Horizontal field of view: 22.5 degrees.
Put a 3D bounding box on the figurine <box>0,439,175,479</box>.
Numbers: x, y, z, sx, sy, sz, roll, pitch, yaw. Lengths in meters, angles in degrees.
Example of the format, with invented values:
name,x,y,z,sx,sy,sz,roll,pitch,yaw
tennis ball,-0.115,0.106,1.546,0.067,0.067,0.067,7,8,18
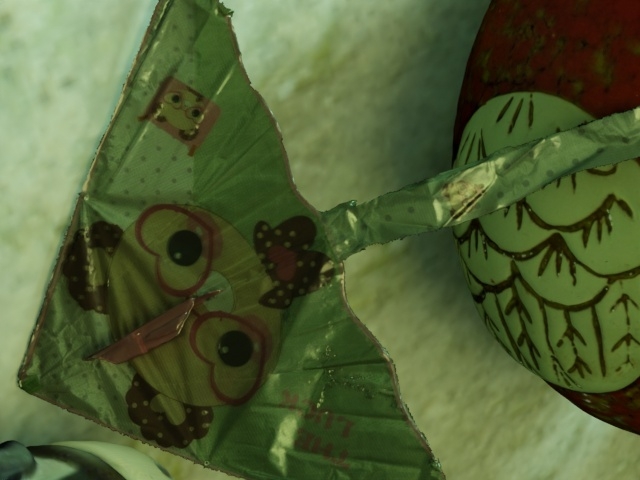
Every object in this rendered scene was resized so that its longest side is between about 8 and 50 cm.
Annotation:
name,x,y,z,sx,sy,sz,roll,pitch,yaw
figurine,-0.157,0.218,0.485,0.412,0.241,0.306,-19,117,-43

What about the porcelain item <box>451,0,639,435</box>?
name,x,y,z,sx,sy,sz,roll,pitch,yaw
porcelain item,0.180,-0.028,0.633,0.253,0.253,0.253,-10,109,-33

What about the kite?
name,x,y,z,sx,sy,sz,roll,pitch,yaw
kite,0.000,0.000,0.572,0.250,0.012,0.229,-23,87,7
